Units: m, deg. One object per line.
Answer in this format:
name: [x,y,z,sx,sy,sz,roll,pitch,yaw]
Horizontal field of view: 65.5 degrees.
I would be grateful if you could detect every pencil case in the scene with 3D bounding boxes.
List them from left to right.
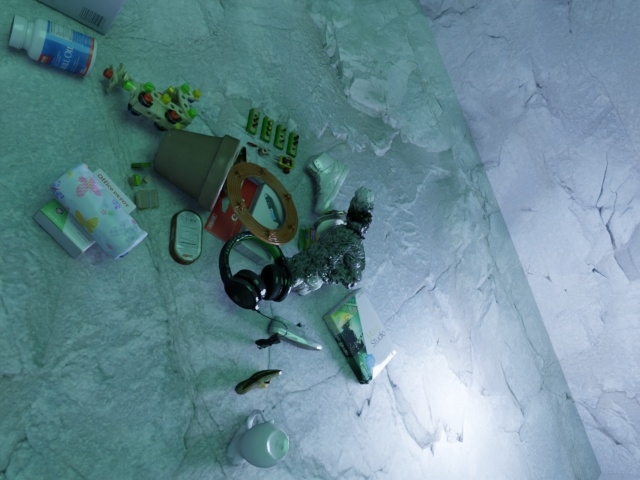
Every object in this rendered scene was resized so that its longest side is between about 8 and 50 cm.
pencil case: [-0.600,-0.080,1.358,0.273,0.113,0.124,52,38,-16]

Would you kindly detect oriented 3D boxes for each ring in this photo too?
ring: [-0.196,-0.140,1.787,0.336,0.032,0.337,34,39,-33]

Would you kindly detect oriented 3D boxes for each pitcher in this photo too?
pitcher: [-0.184,0.603,1.529,0.125,0.207,0.178,36,52,-27]

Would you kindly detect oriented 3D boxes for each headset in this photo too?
headset: [-0.218,0.167,1.700,0.243,0.185,0.394,-10,76,-41]

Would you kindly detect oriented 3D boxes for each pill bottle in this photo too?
pill bottle: [-0.803,-0.588,1.496,0.221,0.124,0.124,10,67,-38]

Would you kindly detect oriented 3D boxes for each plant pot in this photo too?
plant pot: [-0.420,-0.256,1.653,0.229,0.263,0.263,21,59,-13]

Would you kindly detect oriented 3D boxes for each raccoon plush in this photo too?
raccoon plush: [0.000,0.000,1.857,0.299,0.216,0.447,4,98,-29]

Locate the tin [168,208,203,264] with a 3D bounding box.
tin: [-0.446,-0.014,1.654,0.106,0.040,0.190,11,67,-34]

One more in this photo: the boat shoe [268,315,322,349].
boat shoe: [-0.081,0.337,1.811,0.227,0.079,0.081,29,61,-27]

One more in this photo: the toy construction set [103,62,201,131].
toy construction set: [-0.548,-0.476,1.650,0.327,0.151,0.215,17,53,-36]

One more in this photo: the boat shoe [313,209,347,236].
boat shoe: [0.050,-0.074,2.035,0.091,0.109,0.305,52,23,17]

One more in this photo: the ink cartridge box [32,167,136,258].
ink cartridge box: [-0.674,-0.082,1.436,0.160,0.092,0.219,50,49,-16]

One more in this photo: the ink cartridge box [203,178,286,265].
ink cartridge box: [-0.257,-0.098,1.833,0.261,0.066,0.296,35,54,-27]

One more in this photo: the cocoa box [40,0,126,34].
cocoa box: [-0.781,-0.874,1.550,0.347,0.231,0.228,20,61,-35]

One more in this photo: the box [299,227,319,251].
box: [-0.009,0.017,2.025,0.179,0.043,0.105,20,61,-33]

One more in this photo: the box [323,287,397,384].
box: [0.167,0.385,2.028,0.232,0.058,0.322,-35,97,-44]

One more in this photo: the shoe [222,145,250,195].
shoe: [-0.310,-0.258,1.832,0.076,0.058,0.219,17,58,-7]

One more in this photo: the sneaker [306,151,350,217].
sneaker: [-0.002,-0.245,2.106,0.169,0.108,0.293,32,57,-11]

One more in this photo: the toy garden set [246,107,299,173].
toy garden set: [-0.188,-0.403,2.022,0.244,0.049,0.204,24,59,-33]

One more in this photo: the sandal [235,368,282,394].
sandal: [-0.205,0.476,1.659,0.180,0.072,0.049,-20,103,-43]

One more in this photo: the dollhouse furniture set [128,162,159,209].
dollhouse furniture set: [-0.576,-0.175,1.608,0.076,0.058,0.152,-14,102,-51]
